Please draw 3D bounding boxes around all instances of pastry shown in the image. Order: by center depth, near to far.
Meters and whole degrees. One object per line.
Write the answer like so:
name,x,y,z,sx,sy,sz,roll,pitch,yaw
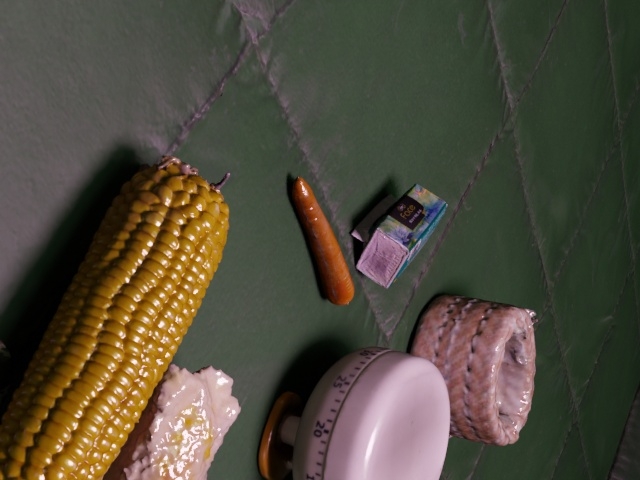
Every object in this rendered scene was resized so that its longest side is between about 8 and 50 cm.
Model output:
pastry,-0.157,0.228,0.788,0.121,0.089,0.259,33,70,-54

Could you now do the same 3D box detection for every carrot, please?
carrot,0.000,0.000,1.026,0.037,0.037,0.190,-52,136,-36

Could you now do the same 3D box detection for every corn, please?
corn,-0.156,0.070,0.700,0.106,0.106,0.305,60,41,-47

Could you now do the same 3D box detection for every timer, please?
timer,0.083,0.246,1.032,0.233,0.240,0.234,-23,119,-53

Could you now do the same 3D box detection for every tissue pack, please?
tissue pack,0.093,-0.012,1.135,0.111,0.079,0.085,-47,168,-41

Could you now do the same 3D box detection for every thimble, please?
thimble,0.233,0.197,1.347,0.196,0.148,0.229,-32,123,-50

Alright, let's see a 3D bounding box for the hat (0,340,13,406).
hat,-0.259,0.114,0.627,0.121,0.050,0.121,-23,119,-50
